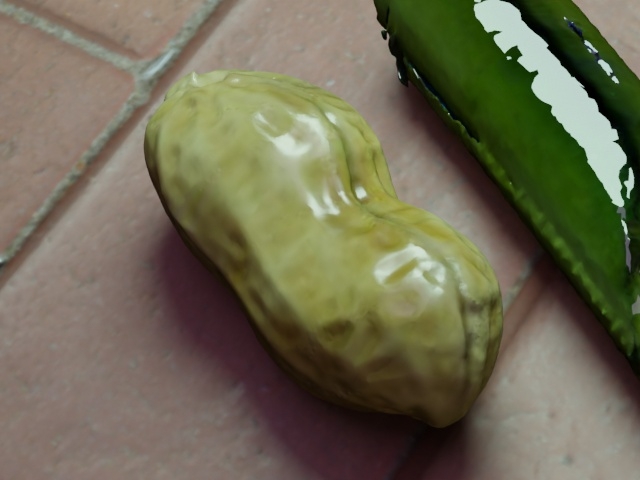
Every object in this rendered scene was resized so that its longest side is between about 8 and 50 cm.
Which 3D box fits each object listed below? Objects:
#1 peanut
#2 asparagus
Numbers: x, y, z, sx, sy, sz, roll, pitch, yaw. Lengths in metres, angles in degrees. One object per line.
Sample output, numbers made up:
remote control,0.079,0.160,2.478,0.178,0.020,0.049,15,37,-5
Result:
peanut,0.000,0.000,0.990,0.147,0.147,0.305,-32,57,-9
asparagus,0.163,-0.059,1.018,0.128,0.108,0.382,-28,57,-7
